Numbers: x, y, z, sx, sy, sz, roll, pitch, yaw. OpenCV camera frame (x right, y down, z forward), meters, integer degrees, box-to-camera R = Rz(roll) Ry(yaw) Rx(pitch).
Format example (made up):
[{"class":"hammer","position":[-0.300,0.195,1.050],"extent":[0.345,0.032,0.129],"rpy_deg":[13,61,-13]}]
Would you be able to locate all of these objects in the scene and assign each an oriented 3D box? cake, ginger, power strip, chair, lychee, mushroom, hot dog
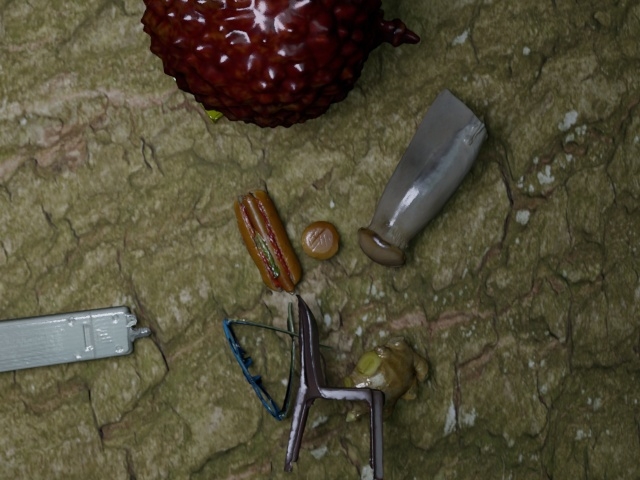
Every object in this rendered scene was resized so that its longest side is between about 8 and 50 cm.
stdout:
[{"class":"cake","position":[0.000,0.000,1.362],"extent":[0.084,0.044,0.084],"rpy_deg":[0,90,-9]},{"class":"ginger","position":[0.126,0.301,1.363],"extent":[0.216,0.102,0.157],"rpy_deg":[-44,122,-11]},{"class":"power strip","position":[-0.505,0.191,1.257],"extent":[0.338,0.058,0.098],"rpy_deg":[-6,91,-11]},{"class":"chair","position":[0.033,0.272,1.231],"extent":[0.183,0.175,0.326],"rpy_deg":[3,80,4]},{"class":"lychee","position":[-0.067,-0.407,1.156],"extent":[0.500,0.424,0.424],"rpy_deg":[3,90,-8]},{"class":"mushroom","position":[0.224,-0.128,1.353],"extent":[0.137,0.154,0.407],"rpy_deg":[32,86,-51]},{"class":"hot dog","position":[-0.105,0.008,1.332],"extent":[0.092,0.062,0.235],"rpy_deg":[-28,97,-13]}]

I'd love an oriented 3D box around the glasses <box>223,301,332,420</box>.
[{"class":"glasses","position":[-0.092,0.238,1.341],"extent":[0.207,0.102,0.239],"rpy_deg":[-30,96,-37]}]

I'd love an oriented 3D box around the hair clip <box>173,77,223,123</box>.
[{"class":"hair clip","position":[-0.249,-0.323,1.306],"extent":[0.072,0.046,0.173],"rpy_deg":[-42,99,-18]}]
